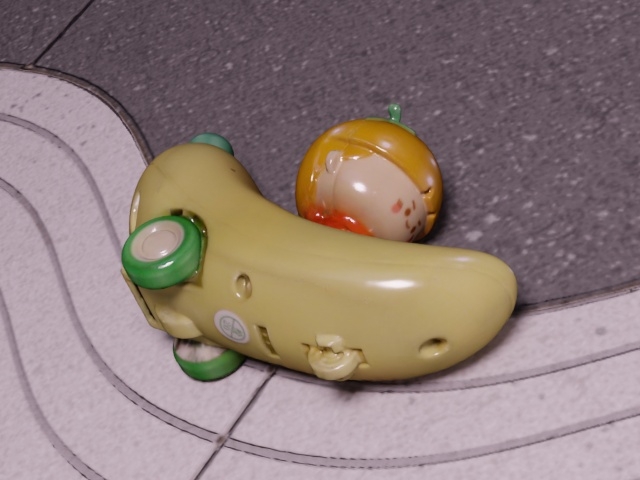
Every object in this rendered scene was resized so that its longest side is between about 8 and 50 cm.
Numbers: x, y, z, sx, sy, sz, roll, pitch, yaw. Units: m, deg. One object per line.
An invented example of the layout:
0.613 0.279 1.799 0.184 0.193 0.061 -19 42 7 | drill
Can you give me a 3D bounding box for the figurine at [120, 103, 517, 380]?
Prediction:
0.000 0.000 1.122 0.324 0.124 0.222 12 50 33 | figurine
